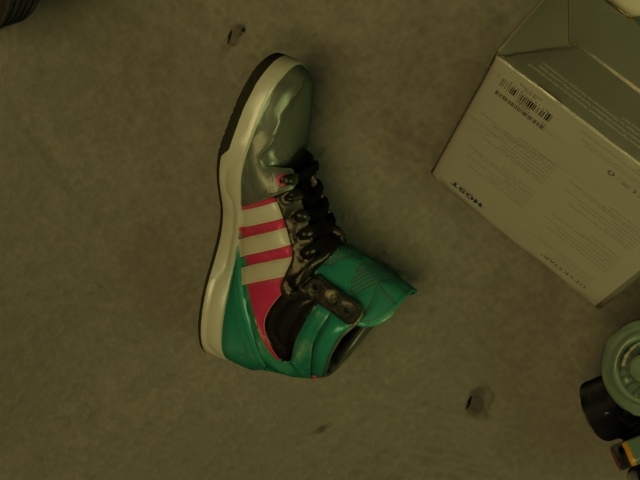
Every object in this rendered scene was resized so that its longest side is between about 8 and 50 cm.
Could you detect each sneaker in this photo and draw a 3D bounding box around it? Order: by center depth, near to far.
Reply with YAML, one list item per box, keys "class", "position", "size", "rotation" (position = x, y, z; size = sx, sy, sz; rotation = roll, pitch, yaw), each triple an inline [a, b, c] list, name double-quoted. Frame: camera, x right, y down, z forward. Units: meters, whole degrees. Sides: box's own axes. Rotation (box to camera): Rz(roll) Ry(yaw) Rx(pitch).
- class: "sneaker"
  position: [0.000, 0.000, 1.087]
  size: [0.178, 0.124, 0.295]
  rotation: [20, 119, 20]

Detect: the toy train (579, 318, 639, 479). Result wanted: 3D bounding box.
- class: "toy train"
  position: [0.364, 0.113, 0.953]
  size: [0.334, 0.142, 0.190]
  rotation: [-28, 74, 26]

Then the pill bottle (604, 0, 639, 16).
- class: "pill bottle"
  position: [0.236, -0.316, 0.885]
  size: [0.169, 0.169, 0.301]
  rotation: [-3, 104, 22]

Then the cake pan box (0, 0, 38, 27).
- class: "cake pan box"
  position: [-0.307, -0.314, 1.089]
  size: [0.246, 0.070, 0.266]
  rotation: [-8, 105, 57]

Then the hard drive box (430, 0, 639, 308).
- class: "hard drive box"
  position: [0.196, -0.063, 0.939]
  size: [0.181, 0.232, 0.089]
  rotation: [39, 72, 6]
